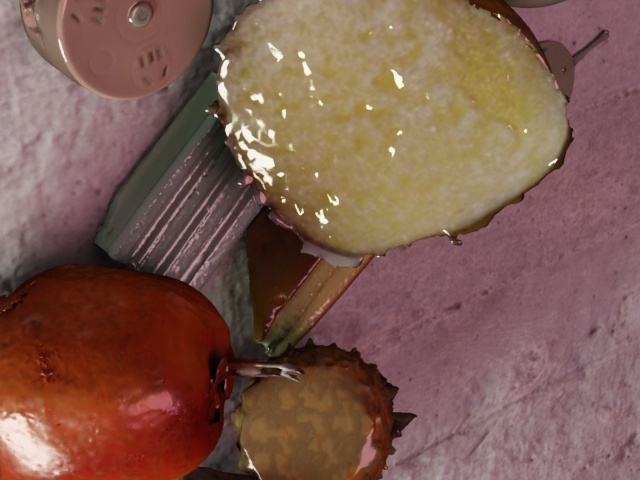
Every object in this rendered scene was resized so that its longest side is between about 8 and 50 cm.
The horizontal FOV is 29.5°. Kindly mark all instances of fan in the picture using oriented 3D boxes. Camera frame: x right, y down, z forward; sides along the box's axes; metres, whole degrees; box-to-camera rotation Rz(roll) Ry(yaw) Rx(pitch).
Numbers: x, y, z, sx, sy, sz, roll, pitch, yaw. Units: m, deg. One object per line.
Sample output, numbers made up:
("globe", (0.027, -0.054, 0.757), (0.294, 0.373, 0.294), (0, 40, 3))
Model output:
("fan", (0.281, -0.197, 1.438), (0.175, 0.005, 0.113), (-39, 130, -16))

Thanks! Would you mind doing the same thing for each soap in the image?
("soap", (-0.115, -0.047, 1.148), (0.198, 0.063, 0.114), (-53, 132, -5))

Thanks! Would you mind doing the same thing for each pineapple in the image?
("pineapple", (0.015, 0.183, 1.273), (0.169, 0.169, 0.340), (-62, 170, 3))

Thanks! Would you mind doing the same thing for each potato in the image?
("potato", (0.074, -0.143, 1.104), (0.300, 0.237, 0.289), (-16, 115, 19))

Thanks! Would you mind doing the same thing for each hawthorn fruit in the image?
("hawthorn fruit", (-0.162, 0.118, 1.059), (0.299, 0.211, 0.211), (-7, 125, 10))

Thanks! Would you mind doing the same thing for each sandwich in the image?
("sandwich", (0.000, 0.000, 1.247), (0.258, 0.096, 0.094), (-49, 138, -10))

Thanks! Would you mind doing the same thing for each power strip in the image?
("power strip", (-0.170, -0.197, 1.012), (0.154, 0.078, 0.154), (-24, 129, -32))

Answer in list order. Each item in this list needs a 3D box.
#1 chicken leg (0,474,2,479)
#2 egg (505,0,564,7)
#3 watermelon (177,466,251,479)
("chicken leg", (-0.311, 0.251, 1.144), (0.197, 0.069, 0.085), (-12, 142, -28))
("egg", (0.234, -0.362, 1.181), (0.203, 0.203, 0.283), (21, 101, -43))
("watermelon", (-0.124, 0.319, 1.166), (0.258, 0.387, 0.228), (37, 101, -9))
